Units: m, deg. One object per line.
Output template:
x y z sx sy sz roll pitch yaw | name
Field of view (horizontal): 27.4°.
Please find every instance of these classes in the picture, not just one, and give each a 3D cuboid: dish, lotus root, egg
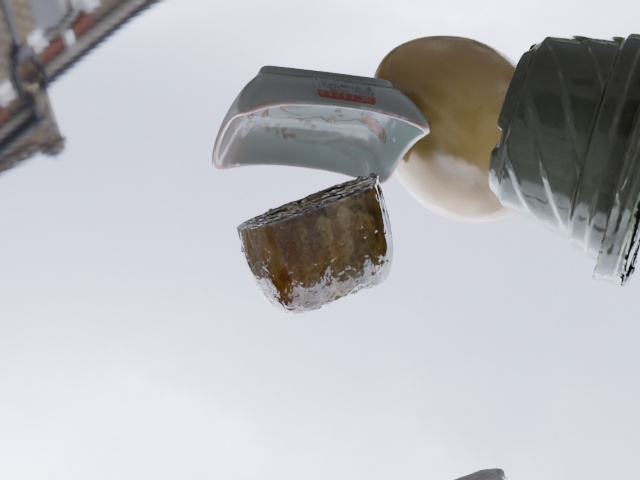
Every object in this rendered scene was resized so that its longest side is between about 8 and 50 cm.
-0.004 -0.131 1.424 0.212 0.151 0.077 4 -114 -17 | dish
-0.001 -0.001 1.031 0.122 0.081 0.112 -22 -165 -8 | lotus root
0.161 -0.137 1.542 0.201 0.244 0.201 -35 -147 27 | egg

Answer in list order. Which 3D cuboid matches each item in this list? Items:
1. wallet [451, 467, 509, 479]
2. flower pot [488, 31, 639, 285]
0.088 0.270 1.089 0.183 0.124 0.032 -19 174 13 | wallet
0.225 -0.087 1.096 0.141 0.235 0.235 18 -135 16 | flower pot
